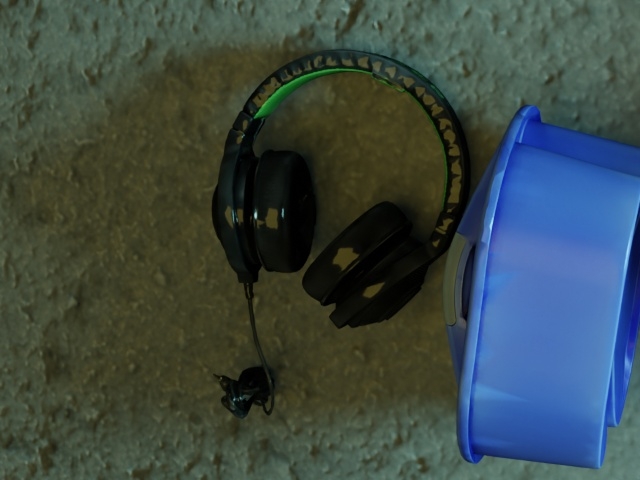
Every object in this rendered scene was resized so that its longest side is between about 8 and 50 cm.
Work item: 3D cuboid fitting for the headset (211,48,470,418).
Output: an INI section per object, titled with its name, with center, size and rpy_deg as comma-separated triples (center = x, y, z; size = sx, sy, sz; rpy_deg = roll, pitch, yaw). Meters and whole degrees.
[headset]
center = 0.000, 0.000, 1.779
size = 0.243, 0.185, 0.394
rpy_deg = 27, 97, 11

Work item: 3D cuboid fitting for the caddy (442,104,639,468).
[caddy]
center = 0.200, 0.048, 1.623
size = 0.179, 0.241, 0.341
rpy_deg = 10, 107, 16
